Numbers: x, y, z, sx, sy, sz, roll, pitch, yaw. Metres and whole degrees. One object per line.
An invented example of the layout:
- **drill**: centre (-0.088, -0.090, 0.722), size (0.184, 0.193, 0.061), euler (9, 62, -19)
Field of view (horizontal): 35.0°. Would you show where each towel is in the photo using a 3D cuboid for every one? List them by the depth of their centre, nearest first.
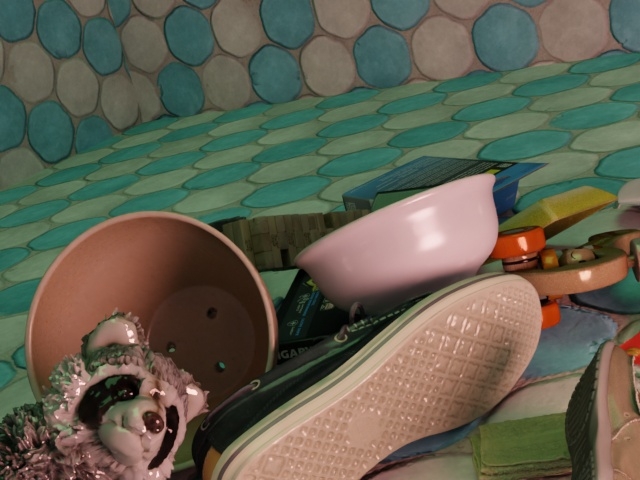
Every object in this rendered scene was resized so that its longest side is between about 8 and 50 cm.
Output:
- **towel**: centre (0.243, 0.232, 1.140), size (0.148, 0.027, 0.110), euler (-12, 17, 8)

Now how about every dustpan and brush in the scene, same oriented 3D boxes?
- **dustpan and brush**: centre (0.582, -0.080, 1.799), size (0.147, 0.060, 0.211), euler (-1, 26, 5)

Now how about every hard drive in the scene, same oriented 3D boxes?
- **hard drive**: centre (0.172, -0.028, 1.635), size (0.172, 0.054, 0.255), euler (-7, -18, 11)

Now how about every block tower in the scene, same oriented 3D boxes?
- **block tower**: centre (0.000, 0.000, 1.768), size (0.335, 0.097, 0.091), euler (-7, -4, -37)

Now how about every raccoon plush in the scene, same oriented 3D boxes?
- **raccoon plush**: centre (-0.340, 0.229, 1.127), size (0.446, 0.216, 0.299), euler (1, 46, 34)

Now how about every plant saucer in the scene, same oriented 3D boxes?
- **plant saucer**: centre (0.356, -0.030, 1.638), size (0.188, 0.045, 0.188), euler (-16, -13, -42)

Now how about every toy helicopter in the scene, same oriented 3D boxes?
- **toy helicopter**: centre (0.411, 0.023, 1.492), size (0.235, 0.140, 0.355), euler (-10, 4, 34)

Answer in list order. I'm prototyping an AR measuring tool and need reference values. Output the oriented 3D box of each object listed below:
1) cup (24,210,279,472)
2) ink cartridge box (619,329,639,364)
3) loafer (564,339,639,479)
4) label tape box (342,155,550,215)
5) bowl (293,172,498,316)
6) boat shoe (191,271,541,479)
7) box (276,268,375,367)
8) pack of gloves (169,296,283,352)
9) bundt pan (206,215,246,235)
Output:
- **cup**: centre (-0.194, 0.138, 1.381), size (0.331, 0.331, 0.237), euler (-11, -8, 11)
- **ink cartridge box**: centre (0.502, 0.099, 1.304), size (0.224, 0.056, 0.181), euler (-24, 20, -32)
- **loafer**: centre (0.307, 0.208, 1.043), size (0.087, 0.094, 0.251), euler (18, 42, 1)
- **label tape box**: centre (0.241, -0.071, 1.931), size (0.240, 0.106, 0.333), euler (-27, 22, -32)
- **bowl**: centre (0.123, 0.029, 1.374), size (0.297, 0.134, 0.298), euler (-22, -8, -3)
- **boat shoe**: centre (0.063, 0.170, 1.223), size (0.500, 0.187, 0.156), euler (-28, 28, -24)
- **box**: centre (0.083, 0.107, 1.580), size (0.293, 0.073, 0.295), euler (-10, 19, 16)
- **pack of gloves**: centre (-0.183, 0.126, 1.765), size (0.232, 0.046, 0.195), euler (-25, 22, -31)
- **bundt pan**: centre (-0.268, 0.069, 1.818), size (0.330, 0.124, 0.331), euler (-18, 9, 3)
